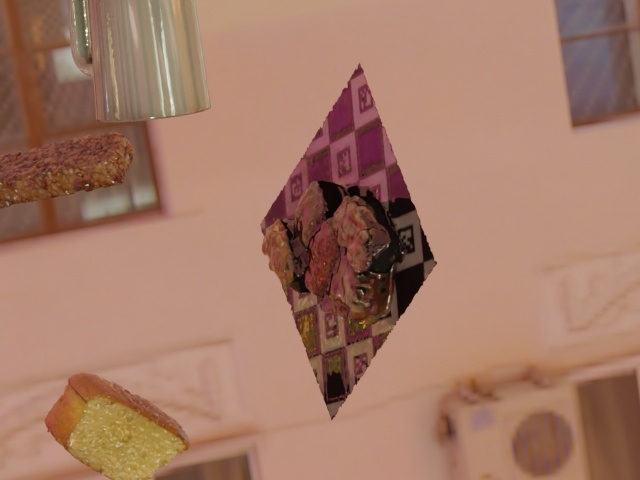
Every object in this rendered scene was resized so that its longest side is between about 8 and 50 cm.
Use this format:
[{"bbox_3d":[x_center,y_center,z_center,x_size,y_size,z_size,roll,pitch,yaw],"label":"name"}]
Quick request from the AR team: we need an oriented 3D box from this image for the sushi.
[{"bbox_3d":[0.000,0.000,1.865,0.059,0.292,0.294,2,140,-27],"label":"sushi"}]

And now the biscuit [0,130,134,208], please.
[{"bbox_3d":[-0.277,-0.064,1.666,0.199,0.034,0.064,-10,-146,19],"label":"biscuit"}]

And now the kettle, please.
[{"bbox_3d":[-0.154,-0.179,1.455,0.098,0.148,0.127,-10,-170,-19],"label":"kettle"}]

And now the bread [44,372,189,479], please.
[{"bbox_3d":[-0.247,0.236,2.100,0.103,0.187,0.065,-49,-143,2],"label":"bread"}]
